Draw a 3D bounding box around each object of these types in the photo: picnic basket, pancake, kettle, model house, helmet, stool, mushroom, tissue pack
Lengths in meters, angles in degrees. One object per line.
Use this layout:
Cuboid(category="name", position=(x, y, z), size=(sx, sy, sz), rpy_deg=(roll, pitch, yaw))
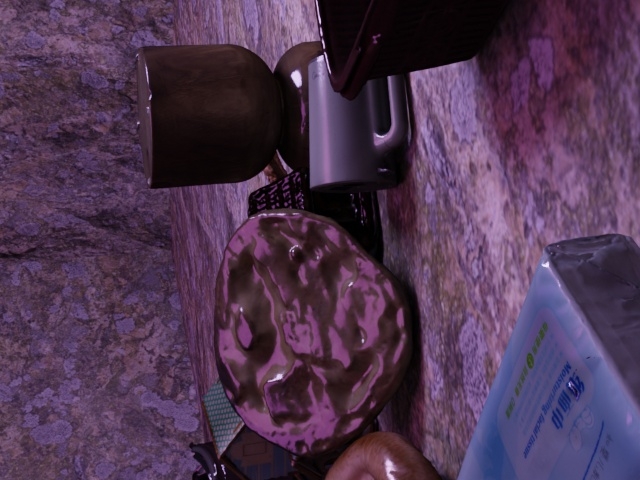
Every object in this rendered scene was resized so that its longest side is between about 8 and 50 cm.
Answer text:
Cuboid(category="picnic basket", position=(0.083, -0.263, 0.769), size=(0.297, 0.129, 0.222), rpy_deg=(114, 150, -61))
Cuboid(category="pancake", position=(-0.018, 0.110, 1.130), size=(0.295, 0.049, 0.294), rpy_deg=(4, 97, 32))
Cuboid(category="kettle", position=(0.036, -0.132, 1.068), size=(0.127, 0.098, 0.147), rpy_deg=(155, 114, -81))
Cuboid(category="model house", position=(-0.047, 0.240, 1.288), size=(0.178, 0.207, 0.270), rpy_deg=(-117, 27, -57))
Cuboid(category="helmet", position=(-0.129, 0.477, 1.756), size=(0.305, 0.177, 0.225), rpy_deg=(91, 158, -44))
Cuboid(category="model house", position=(-0.010, -0.008, 1.189), size=(0.106, 0.152, 0.165), rpy_deg=(108, 156, -71))
Cuboid(category="stool", position=(-0.095, -0.162, 1.229), size=(0.179, 0.264, 0.179), rpy_deg=(175, 90, -76))
Cuboid(category="mushroom", position=(0.073, 0.333, 0.978), size=(0.278, 0.146, 0.278), rpy_deg=(-175, 90, -67))
Cuboid(category="tissue pack", position=(0.172, 0.150, 0.638), size=(0.177, 0.089, 0.263), rpy_deg=(-112, 21, -44))

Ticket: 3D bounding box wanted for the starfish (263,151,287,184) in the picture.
Cuboid(category="starfish", position=(-0.040, -0.009, 1.417), size=(0.299, 0.060, 0.302), rpy_deg=(80, 180, -64))
